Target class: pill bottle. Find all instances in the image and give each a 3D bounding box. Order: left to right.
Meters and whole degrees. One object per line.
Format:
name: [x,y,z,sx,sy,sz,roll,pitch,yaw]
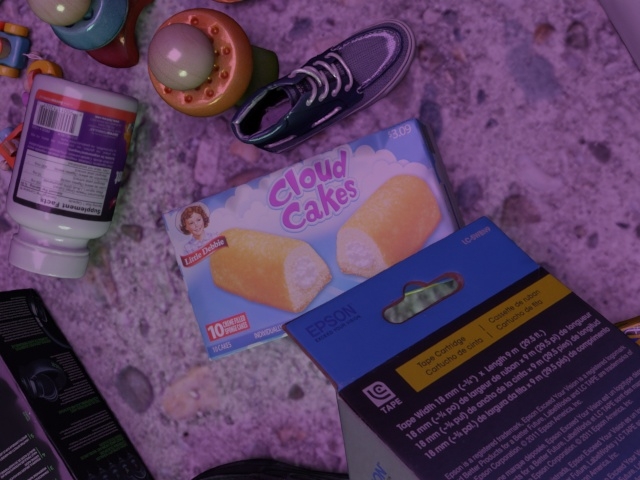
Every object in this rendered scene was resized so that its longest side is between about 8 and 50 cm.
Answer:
pill bottle: [-0.258,-0.064,0.977,0.108,0.108,0.193,17,97,15]

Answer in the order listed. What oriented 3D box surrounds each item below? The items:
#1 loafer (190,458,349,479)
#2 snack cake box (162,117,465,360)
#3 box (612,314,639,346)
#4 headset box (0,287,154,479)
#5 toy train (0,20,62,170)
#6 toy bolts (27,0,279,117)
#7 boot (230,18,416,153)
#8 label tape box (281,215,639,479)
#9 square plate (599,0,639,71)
loafer: [-0.035,0.259,0.938,0.223,0.078,0.076,-1,91,16]
snack cake box: [0.000,0.000,0.915,0.264,0.089,0.152,-20,87,15]
box: [0.308,0.090,0.848,0.169,0.054,0.059,-22,86,15]
headset box: [-0.345,0.235,0.999,0.246,0.131,0.283,-37,82,14]
toy train: [-0.338,-0.158,1.028,0.125,0.046,0.166,-37,82,14]
toy bolts: [-0.160,-0.238,0.916,0.229,0.158,0.218,13,95,15]
boot: [0.005,-0.146,0.910,0.190,0.086,0.069,-37,82,14]
label tape box: [0.157,0.157,0.745,0.334,0.241,0.106,44,143,29]
square plate: [0.383,-0.318,0.816,0.347,0.049,0.344,-31,83,15]
